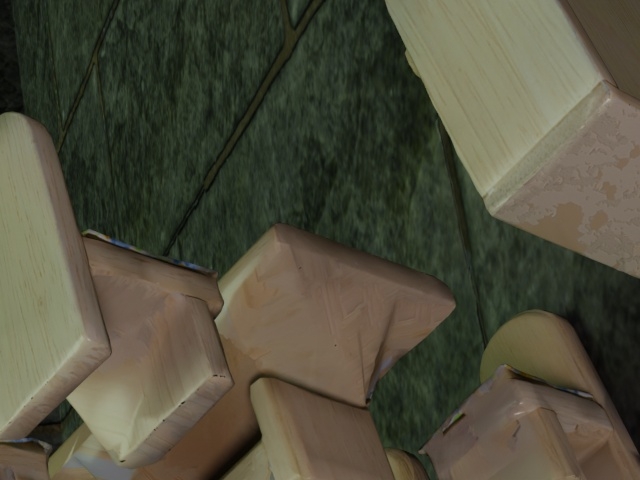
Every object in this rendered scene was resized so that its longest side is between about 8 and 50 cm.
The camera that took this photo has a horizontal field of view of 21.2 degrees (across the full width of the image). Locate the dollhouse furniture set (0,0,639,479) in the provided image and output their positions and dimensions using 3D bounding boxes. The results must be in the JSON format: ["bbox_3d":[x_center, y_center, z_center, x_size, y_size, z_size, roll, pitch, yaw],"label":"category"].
[{"bbox_3d":[0.000,0.000,0.828,0.394,0.362,0.256,-45,45,27],"label":"dollhouse furniture set"}]
